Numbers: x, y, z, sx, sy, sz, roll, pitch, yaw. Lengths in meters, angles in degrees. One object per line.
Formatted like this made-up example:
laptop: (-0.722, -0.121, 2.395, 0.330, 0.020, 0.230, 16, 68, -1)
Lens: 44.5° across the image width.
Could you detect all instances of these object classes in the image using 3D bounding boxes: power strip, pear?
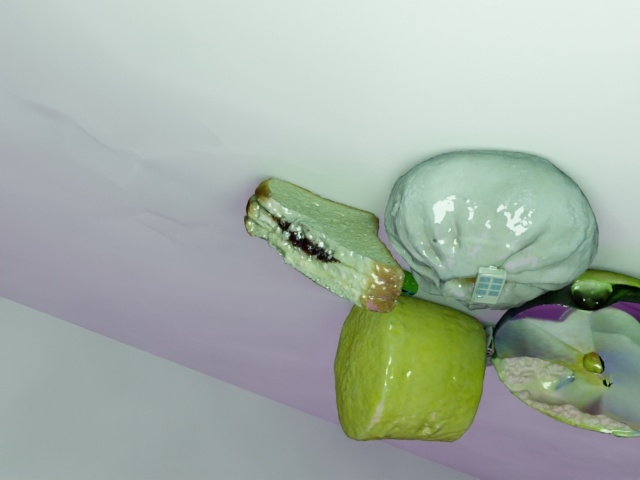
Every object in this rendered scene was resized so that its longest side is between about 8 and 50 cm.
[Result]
power strip: (0.246, 0.067, 1.149, 0.040, 0.016, 0.090, 6, 146, 5)
pear: (0.533, 0.186, 1.488, 0.398, 0.165, 0.399, 13, 134, 13)

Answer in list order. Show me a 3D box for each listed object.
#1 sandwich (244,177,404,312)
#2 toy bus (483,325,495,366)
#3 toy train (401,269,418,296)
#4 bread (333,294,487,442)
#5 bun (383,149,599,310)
sandwich: (-0.002, 0.004, 1.335, 0.254, 0.100, 0.288, 19, -161, -16)
toy bus: (0.389, 0.261, 1.899, 0.089, 0.087, 0.194, 27, 153, -19)
toy train: (0.113, 0.061, 1.651, 0.209, 0.044, 0.042, 22, 156, -19)
bread: (0.199, 0.297, 1.778, 0.307, 0.348, 0.348, 15, 157, -13)
bun: (0.264, 0.005, 1.249, 0.354, 0.194, 0.354, 13, 156, 6)
